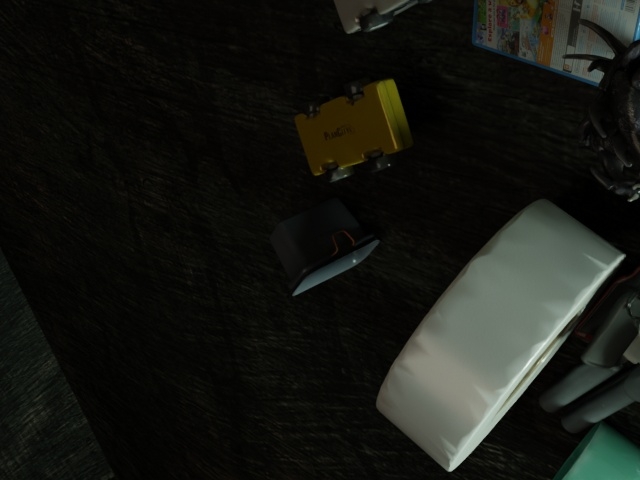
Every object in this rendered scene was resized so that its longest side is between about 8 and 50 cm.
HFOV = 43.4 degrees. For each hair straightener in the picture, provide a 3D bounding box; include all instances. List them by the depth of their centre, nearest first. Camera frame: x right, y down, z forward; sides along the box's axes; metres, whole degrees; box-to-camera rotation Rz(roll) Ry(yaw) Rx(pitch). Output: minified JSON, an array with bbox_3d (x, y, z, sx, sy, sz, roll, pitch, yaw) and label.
[{"bbox_3d":[0.328,0.055,0.780,0.047,0.089,0.230,20,131,-11],"label":"hair straightener"}]

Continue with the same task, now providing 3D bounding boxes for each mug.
[{"bbox_3d":[0.348,0.294,0.978,0.097,0.158,0.129,37,121,19],"label":"mug"}]

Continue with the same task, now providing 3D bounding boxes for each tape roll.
[{"bbox_3d":[0.186,0.097,0.831,0.100,0.286,0.286,38,145,20],"label":"tape roll"}]

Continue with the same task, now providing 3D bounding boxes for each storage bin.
[{"bbox_3d":[0.000,0.000,1.120,0.091,0.135,0.098,56,149,12],"label":"storage bin"}]

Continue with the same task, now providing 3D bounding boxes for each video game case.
[{"bbox_3d":[0.215,-0.213,0.740,0.166,0.015,0.119,29,142,32],"label":"video game case"}]

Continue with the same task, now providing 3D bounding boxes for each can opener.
[{"bbox_3d":[0.327,0.153,0.893,0.074,0.093,0.280,45,152,10],"label":"can opener"}]

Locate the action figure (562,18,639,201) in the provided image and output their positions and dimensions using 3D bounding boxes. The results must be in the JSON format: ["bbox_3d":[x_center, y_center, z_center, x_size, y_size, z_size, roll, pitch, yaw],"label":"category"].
[{"bbox_3d":[0.307,-0.070,0.658,0.164,0.141,0.275,108,145,-62],"label":"action figure"}]

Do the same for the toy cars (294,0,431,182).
[{"bbox_3d":[0.071,-0.206,0.869,0.176,0.087,0.393,48,145,28],"label":"toy cars"}]
